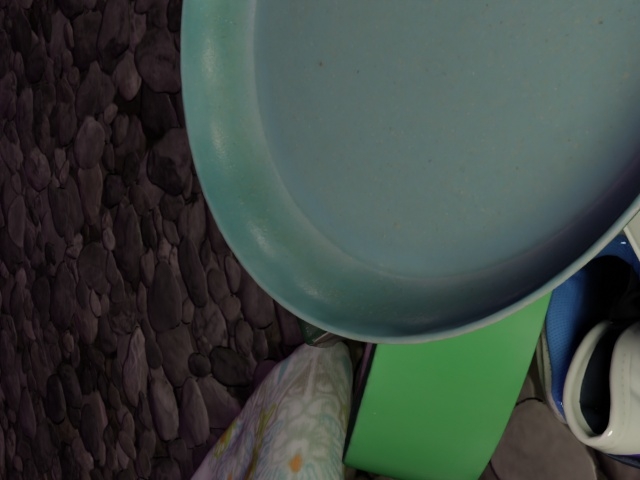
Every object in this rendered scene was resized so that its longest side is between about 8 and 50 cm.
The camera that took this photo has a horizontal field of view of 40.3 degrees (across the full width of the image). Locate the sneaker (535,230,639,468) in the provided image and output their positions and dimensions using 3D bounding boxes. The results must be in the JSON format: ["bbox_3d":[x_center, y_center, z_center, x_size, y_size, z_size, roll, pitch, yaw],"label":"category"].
[{"bbox_3d":[0.207,0.121,0.477,0.130,0.236,0.323,-16,83,49],"label":"sneaker"}]

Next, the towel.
[{"bbox_3d":[-0.085,0.313,0.836,0.374,0.090,0.320,-55,20,38],"label":"towel"}]

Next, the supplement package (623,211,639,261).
[{"bbox_3d":[0.246,-0.066,0.385,0.145,0.262,0.204,-41,64,43],"label":"supplement package"}]

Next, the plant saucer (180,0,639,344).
[{"bbox_3d":[0.041,-0.115,0.378,0.317,0.043,0.318,-5,83,49],"label":"plant saucer"}]

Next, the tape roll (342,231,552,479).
[{"bbox_3d":[0.087,-0.007,0.562,0.077,0.321,0.321,13,110,4],"label":"tape roll"}]

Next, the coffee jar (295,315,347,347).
[{"bbox_3d":[0.000,0.000,0.818,0.096,0.079,0.184,-35,68,35],"label":"coffee jar"}]
